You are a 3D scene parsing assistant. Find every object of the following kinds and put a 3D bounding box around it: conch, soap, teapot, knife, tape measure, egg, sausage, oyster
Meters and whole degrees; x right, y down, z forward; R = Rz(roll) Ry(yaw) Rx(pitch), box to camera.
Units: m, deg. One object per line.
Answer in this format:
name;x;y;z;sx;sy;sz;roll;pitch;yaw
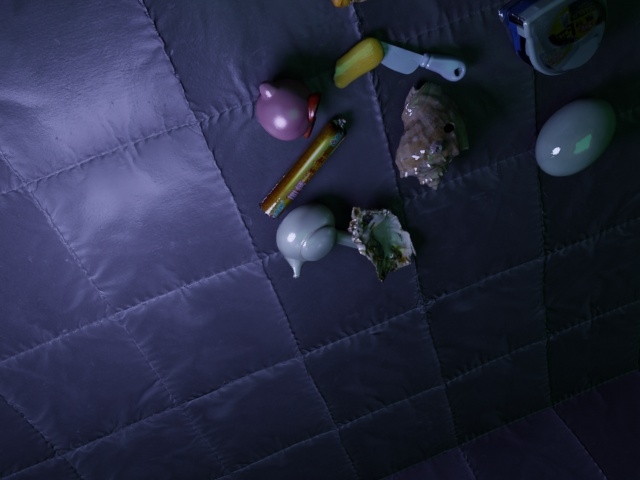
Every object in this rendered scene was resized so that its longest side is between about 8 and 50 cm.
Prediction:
conch;0.356;-0.314;1.695;0.263;0.186;0.324;-24;128;-24
soap;0.102;-0.504;1.567;0.169;0.033;0.089;-30;123;9
teapot;0.010;-0.028;1.777;0.318;0.149;0.220;-26;146;-28
knife;0.269;-0.522;1.614;0.332;0.044;0.080;7;126;-15
tape measure;0.694;-0.622;1.620;0.259;0.138;0.262;-30;125;4
egg;0.826;-0.336;1.801;0.203;0.203;0.282;28;105;-30
sausage;-0.043;-0.222;1.680;0.082;0.082;0.371;32;107;-31
oyster;0.192;-0.011;1.851;0.201;0.107;0.354;-51;134;-16

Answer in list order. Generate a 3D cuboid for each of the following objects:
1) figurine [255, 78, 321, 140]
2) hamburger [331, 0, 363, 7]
figurine;-0.094;-0.360;1.524;0.173;0.173;0.173;-8;123;-13
hamburger;0.064;-0.671;1.354;0.118;0.191;0.181;-24;106;-1
